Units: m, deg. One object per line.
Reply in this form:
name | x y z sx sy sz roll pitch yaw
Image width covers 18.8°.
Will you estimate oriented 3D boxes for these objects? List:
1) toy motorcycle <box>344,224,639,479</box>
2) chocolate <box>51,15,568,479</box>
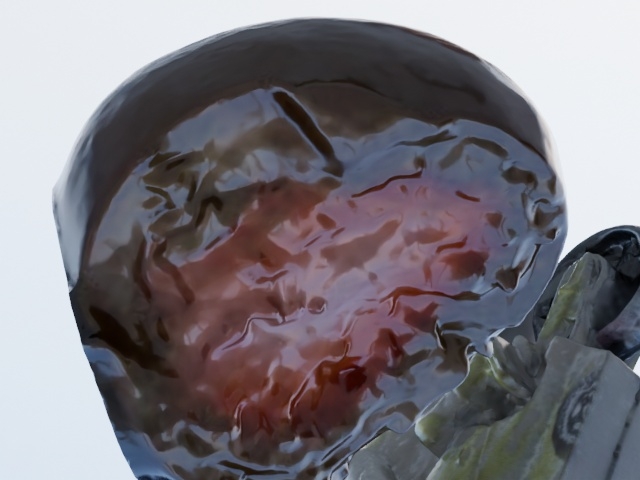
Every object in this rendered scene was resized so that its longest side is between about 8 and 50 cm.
toy motorcycle | 0.088 0.139 1.089 0.223 0.108 0.340 -14 -136 51
chocolate | 0.000 0.000 0.520 0.133 0.124 0.127 -15 -117 -2
